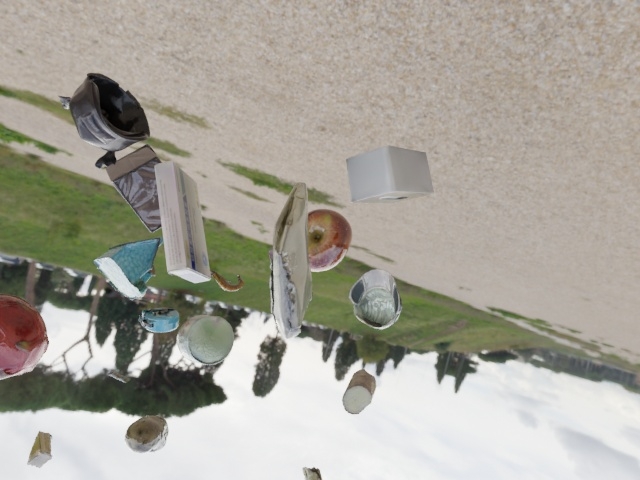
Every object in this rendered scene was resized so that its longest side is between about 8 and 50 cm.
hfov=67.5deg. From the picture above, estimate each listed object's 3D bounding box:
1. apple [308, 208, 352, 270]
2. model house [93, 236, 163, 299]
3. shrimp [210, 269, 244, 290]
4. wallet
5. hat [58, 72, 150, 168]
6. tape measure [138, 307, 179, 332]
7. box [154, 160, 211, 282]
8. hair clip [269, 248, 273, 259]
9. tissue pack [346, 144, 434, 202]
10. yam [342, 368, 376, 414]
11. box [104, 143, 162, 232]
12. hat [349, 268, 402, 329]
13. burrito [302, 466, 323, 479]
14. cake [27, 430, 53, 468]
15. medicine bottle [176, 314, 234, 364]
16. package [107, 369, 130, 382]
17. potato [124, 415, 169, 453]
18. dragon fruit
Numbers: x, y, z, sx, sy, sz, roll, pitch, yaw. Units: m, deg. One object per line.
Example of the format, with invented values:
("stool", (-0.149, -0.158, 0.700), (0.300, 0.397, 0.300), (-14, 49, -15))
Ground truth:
("apple", (0.000, 0.000, 2.001), (0.252, 0.271, 0.206), (18, 172, 15))
("model house", (-0.793, 0.092, 2.072), (0.261, 0.241, 0.226), (-8, 124, 48))
("shrimp", (-0.316, 0.129, 1.610), (0.127, 0.025, 0.091), (31, -147, 19))
("wallet", (-0.060, 0.053, 1.045), (0.068, 0.335, 0.275), (2, -157, 4))
("hat", (-0.630, -0.327, 1.364), (0.238, 0.209, 0.336), (52, -176, -32))
("tape measure", (-0.603, 0.301, 1.812), (0.146, 0.080, 0.125), (-2, -169, -32))
("box", (-0.424, -0.051, 1.483), (0.065, 0.343, 0.200), (-13, 165, 4))
("hair clip", (-0.133, 0.084, 1.615), (0.054, 0.022, 0.137), (-2, 130, 20))
("tissue pack", (0.213, -0.194, 1.454), (0.159, 0.135, 0.246), (-11, 175, 41))
("yam", (0.173, 0.653, 2.087), (0.129, 0.128, 0.238), (-11, 180, 12))
("box", (-0.616, -0.185, 1.729), (0.153, 0.188, 0.252), (36, 155, 51))
("hat", (0.250, 0.244, 2.050), (0.232, 0.275, 0.161), (8, -149, 20))
("burrito", (0.016, 0.828, 1.544), (0.063, 0.058, 0.229), (-23, -112, -41))
("cake", (-0.899, 0.665, 1.538), (0.052, 0.065, 0.121), (45, 176, -34))
("medicine bottle", (-0.349, 0.298, 1.446), (0.147, 0.147, 0.143), (18, 163, -26))
("package", (-0.934, 0.633, 2.225), (0.110, 0.015, 0.037), (19, -154, 15))
("potato", (-0.778, 0.870, 2.154), (0.165, 0.165, 0.262), (15, 165, 15))
("dragon fruit", (-0.662, 0.199, 0.988), (0.172, 0.172, 0.209), (13, 143, 35))
